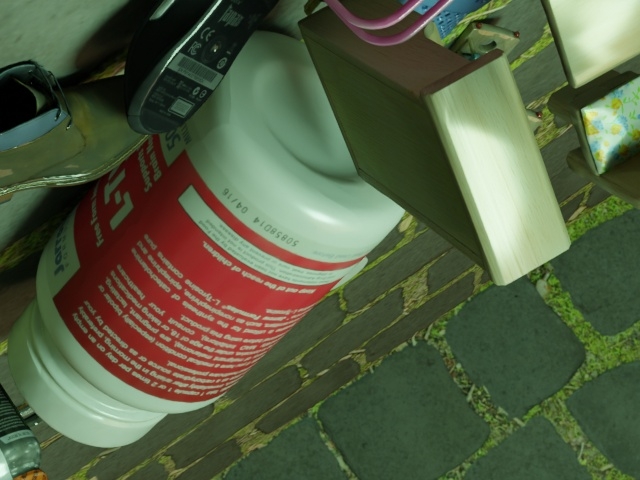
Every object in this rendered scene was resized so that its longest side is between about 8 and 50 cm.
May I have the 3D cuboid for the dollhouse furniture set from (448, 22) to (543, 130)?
[{"bbox_3d":[0.126,-0.161,2.006,0.183,0.129,0.129,9,141,-29],"label":"dollhouse furniture set"}]

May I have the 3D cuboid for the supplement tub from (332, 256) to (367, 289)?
[{"bbox_3d":[0.000,0.000,2.192,0.071,0.107,0.071,-34,166,-9],"label":"supplement tub"}]

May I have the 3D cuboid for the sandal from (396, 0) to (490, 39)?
[{"bbox_3d":[0.184,-0.275,1.663,0.126,0.138,0.317,-22,163,-51],"label":"sandal"}]

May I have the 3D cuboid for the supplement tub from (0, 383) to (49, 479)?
[{"bbox_3d":[-0.353,0.189,1.792,0.117,0.190,0.117,-34,166,-10],"label":"supplement tub"}]

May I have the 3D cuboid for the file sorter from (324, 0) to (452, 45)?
[{"bbox_3d":[0.031,-0.268,1.179,0.202,0.182,0.290,-42,166,4],"label":"file sorter"}]

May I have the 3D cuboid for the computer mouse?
[{"bbox_3d":[-0.063,-0.198,1.475,0.262,0.060,0.184,-54,158,13],"label":"computer mouse"}]

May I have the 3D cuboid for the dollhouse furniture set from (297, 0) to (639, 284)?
[{"bbox_3d":[0.221,-0.171,1.454,0.394,0.362,0.256,-29,-151,-11],"label":"dollhouse furniture set"}]

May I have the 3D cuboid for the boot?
[{"bbox_3d":[-0.205,-0.095,1.436,0.219,0.082,0.106,-27,167,-25],"label":"boot"}]

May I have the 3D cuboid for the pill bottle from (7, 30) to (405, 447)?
[{"bbox_3d":[-0.119,0.015,1.698,0.229,0.229,0.408,-18,157,-52],"label":"pill bottle"}]

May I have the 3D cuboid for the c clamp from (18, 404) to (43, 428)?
[{"bbox_3d":[-0.371,0.220,2.212,0.160,0.022,0.137,-22,161,-43],"label":"c clamp"}]
